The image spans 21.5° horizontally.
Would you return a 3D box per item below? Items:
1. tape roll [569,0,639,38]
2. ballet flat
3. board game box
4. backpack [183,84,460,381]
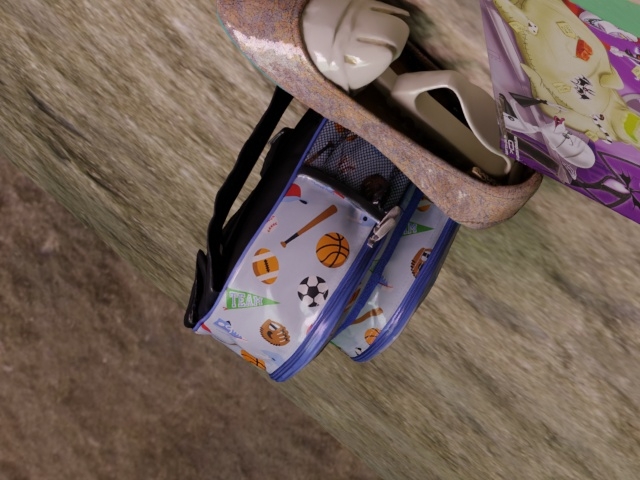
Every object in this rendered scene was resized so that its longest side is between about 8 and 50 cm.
[{"bbox_3d":[0.117,-0.198,0.718,0.321,0.077,0.321,37,172,6],"label":"tape roll"},{"bbox_3d":[0.061,-0.131,1.362,0.316,0.107,0.106,36,151,-18],"label":"ballet flat"},{"bbox_3d":[0.207,-0.117,1.161,0.208,0.056,0.347,26,160,22],"label":"board game box"},{"bbox_3d":[0.000,0.000,1.519,0.213,0.263,0.276,37,163,3],"label":"backpack"}]
